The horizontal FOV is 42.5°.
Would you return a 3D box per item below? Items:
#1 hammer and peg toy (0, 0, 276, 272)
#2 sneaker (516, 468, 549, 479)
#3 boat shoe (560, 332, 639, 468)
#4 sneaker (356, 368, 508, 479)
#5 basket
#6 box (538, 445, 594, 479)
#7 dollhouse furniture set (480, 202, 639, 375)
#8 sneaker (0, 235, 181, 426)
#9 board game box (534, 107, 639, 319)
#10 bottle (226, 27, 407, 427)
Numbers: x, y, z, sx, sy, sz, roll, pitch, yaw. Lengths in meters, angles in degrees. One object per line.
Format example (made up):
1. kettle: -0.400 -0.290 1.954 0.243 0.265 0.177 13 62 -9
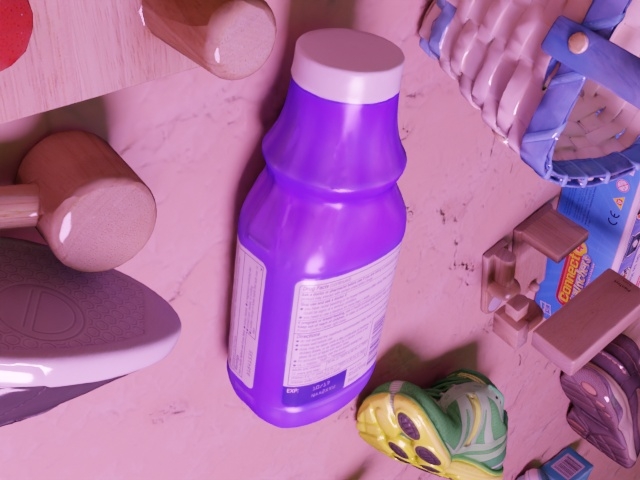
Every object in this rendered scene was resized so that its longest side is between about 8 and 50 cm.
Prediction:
1. hammer and peg toy: -0.138 -0.101 0.282 0.265 0.127 0.362 -25 137 -34
2. sneaker: 0.333 0.551 1.428 0.127 0.208 0.319 -61 135 -69
3. boat shoe: 0.486 0.263 1.335 0.130 0.132 0.355 -45 146 -10
4. sneaker: 0.131 0.193 0.907 0.295 0.109 0.124 39 66 -54
5. basket: 0.236 -0.120 0.557 0.254 0.289 0.201 -6 125 -45
6. box: 0.420 0.505 1.535 0.100 0.060 0.244 -19 134 -38
7. dollhouse furniture set: 0.248 0.077 0.872 0.144 0.151 0.123 -34 142 -21
8. sneaker: -0.214 0.086 0.394 0.295 0.104 0.147 -4 125 -41
9. board game box: 0.404 -0.070 0.979 0.301 0.086 0.308 -30 140 -30
10. bottle: 0.000 0.000 0.566 0.118 0.092 0.283 -24 136 -36
